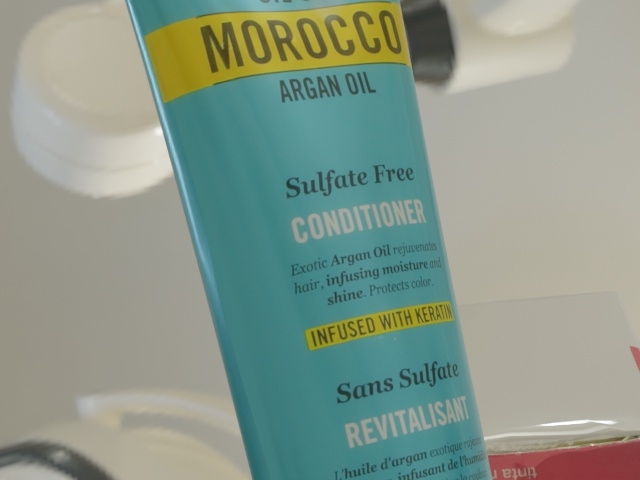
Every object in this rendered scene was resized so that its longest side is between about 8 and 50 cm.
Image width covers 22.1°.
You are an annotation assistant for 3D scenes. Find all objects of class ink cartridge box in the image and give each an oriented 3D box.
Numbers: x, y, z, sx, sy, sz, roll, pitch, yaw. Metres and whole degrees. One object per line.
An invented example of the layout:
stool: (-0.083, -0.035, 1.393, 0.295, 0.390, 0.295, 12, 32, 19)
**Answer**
ink cartridge box: (0.122, 0.193, 0.852, 0.207, 0.117, 0.283, -84, 168, -73)

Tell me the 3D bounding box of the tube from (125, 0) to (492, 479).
tube: (0.000, 0.000, 0.387, 0.052, 0.080, 0.207, -20, -99, 53)
